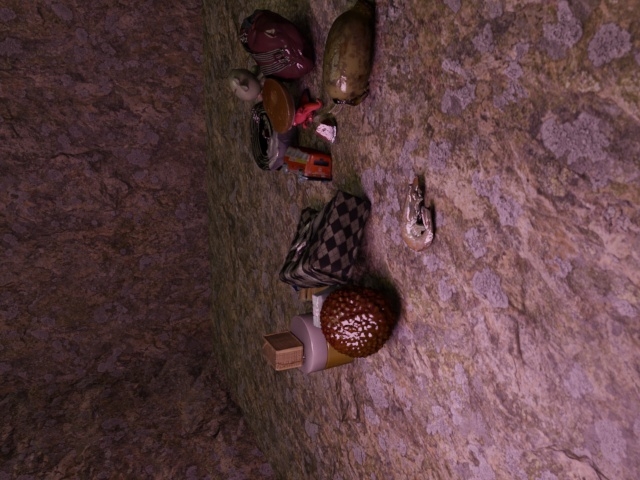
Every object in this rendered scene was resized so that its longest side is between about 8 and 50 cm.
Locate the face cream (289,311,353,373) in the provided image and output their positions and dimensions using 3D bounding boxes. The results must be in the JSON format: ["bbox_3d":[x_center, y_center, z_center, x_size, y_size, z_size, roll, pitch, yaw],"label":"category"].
[{"bbox_3d":[0.008,0.371,1.983,0.218,0.179,0.218,173,90,-65],"label":"face cream"}]

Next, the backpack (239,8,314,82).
[{"bbox_3d":[-0.154,-0.710,1.979,0.283,0.197,0.317,53,173,-35],"label":"backpack"}]

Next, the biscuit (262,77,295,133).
[{"bbox_3d":[-0.156,-0.523,2.032,0.208,0.049,0.181,64,148,15],"label":"biscuit"}]

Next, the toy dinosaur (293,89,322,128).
[{"bbox_3d":[-0.050,-0.524,2.026,0.286,0.070,0.139,150,132,-62],"label":"toy dinosaur"}]

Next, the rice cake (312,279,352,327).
[{"bbox_3d":[0.046,0.210,1.818,0.043,0.237,0.127,7,104,30],"label":"rice cake"}]

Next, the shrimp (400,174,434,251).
[{"bbox_3d":[0.270,-0.070,1.453,0.126,0.047,0.223,37,136,48],"label":"shrimp"}]

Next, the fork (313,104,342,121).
[{"bbox_3d":[0.019,-0.452,1.902,0.219,0.034,0.028,175,96,-65],"label":"fork"}]

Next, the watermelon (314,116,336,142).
[{"bbox_3d":[0.017,-0.385,1.885,0.084,0.072,0.092,109,144,-75],"label":"watermelon"}]

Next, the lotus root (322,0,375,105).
[{"bbox_3d":[0.085,-0.567,1.601,0.173,0.173,0.309,38,123,57],"label":"lotus root"}]

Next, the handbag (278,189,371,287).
[{"bbox_3d":[0.000,0.000,1.854,0.416,0.180,0.317,157,131,-69],"label":"handbag"}]

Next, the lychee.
[{"bbox_3d":[0.120,0.250,1.659,0.271,0.236,0.236,-25,74,53],"label":"lychee"}]

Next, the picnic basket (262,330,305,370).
[{"bbox_3d":[-0.138,0.404,1.952,0.164,0.115,0.079,26,119,61],"label":"picnic basket"}]

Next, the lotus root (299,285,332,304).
[{"bbox_3d":[-0.002,0.172,2.046,0.143,0.070,0.144,-9,70,34],"label":"lotus root"}]

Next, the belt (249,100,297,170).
[{"bbox_3d":[-0.187,-0.437,2.218,0.184,0.164,0.289,5,101,39],"label":"belt"}]

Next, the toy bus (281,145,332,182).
[{"bbox_3d":[-0.055,-0.293,2.020,0.265,0.121,0.120,33,118,60],"label":"toy bus"}]

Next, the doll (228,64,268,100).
[{"bbox_3d":[-0.287,-0.607,2.078,0.113,0.155,0.275,-40,10,25],"label":"doll"}]

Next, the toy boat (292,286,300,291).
[{"bbox_3d":[-0.076,0.105,2.208,0.291,0.067,0.220,171,97,-69],"label":"toy boat"}]
